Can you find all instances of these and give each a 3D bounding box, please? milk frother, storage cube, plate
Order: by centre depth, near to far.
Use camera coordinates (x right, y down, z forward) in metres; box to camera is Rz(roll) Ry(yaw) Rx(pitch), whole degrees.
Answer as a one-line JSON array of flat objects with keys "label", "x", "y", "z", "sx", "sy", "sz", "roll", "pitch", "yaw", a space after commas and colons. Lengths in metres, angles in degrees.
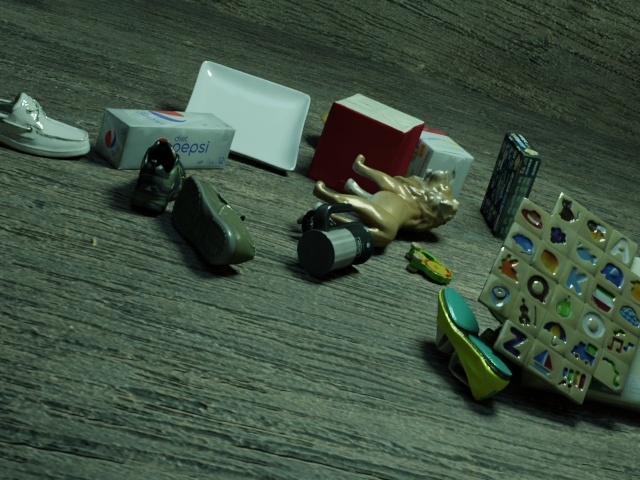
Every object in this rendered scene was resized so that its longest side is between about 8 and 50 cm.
[{"label": "milk frother", "x": 0.000, "y": 0.000, "z": 1.727, "sx": 0.143, "sy": 0.129, "sz": 0.134, "roll": -18, "pitch": -4, "yaw": 36}, {"label": "storage cube", "x": 0.106, "y": -0.215, "z": 2.181, "sx": 0.215, "sy": 0.193, "sz": 0.183, "roll": 27, "pitch": 22, "yaw": 13}, {"label": "plate", "x": -0.177, "y": -0.286, "z": 2.188, "sx": 0.278, "sy": 0.045, "sz": 0.277, "roll": 18, "pitch": 48, "yaw": -8}]

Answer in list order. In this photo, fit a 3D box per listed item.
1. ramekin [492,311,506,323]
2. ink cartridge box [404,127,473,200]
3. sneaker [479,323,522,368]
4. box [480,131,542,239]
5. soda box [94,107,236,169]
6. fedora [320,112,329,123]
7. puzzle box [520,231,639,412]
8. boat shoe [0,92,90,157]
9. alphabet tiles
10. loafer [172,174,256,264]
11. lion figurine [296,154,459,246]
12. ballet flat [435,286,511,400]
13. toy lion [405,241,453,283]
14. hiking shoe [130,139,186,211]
[{"label": "ramekin", "x": 0.491, "y": 0.104, "z": 1.812, "sx": 0.303, "sy": 0.148, "sz": 0.303, "roll": 17, "pitch": 21, "yaw": -7}, {"label": "ink cartridge box", "x": 0.282, "y": -0.200, "z": 2.387, "sx": 0.127, "sy": 0.128, "sz": 0.176, "roll": 8, "pitch": 24, "yaw": -28}, {"label": "sneaker", "x": 0.333, "y": 0.178, "z": 1.599, "sx": 0.188, "sy": 0.071, "sz": 0.066, "roll": -5, "pitch": 32, "yaw": -46}, {"label": "box", "x": 0.459, "y": -0.133, "z": 2.258, "sx": 0.051, "sy": 0.220, "sz": 0.175, "roll": 12, "pitch": 22, "yaw": -9}, {"label": "soda box", "x": -0.316, "y": -0.209, "z": 1.920, "sx": 0.091, "sy": 0.098, "sz": 0.286, "roll": 35, "pitch": 27, "yaw": 34}, {"label": "fedora", "x": 0.077, "y": -0.260, "z": 2.419, "sx": 0.194, "sy": 0.079, "sz": 0.194, "roll": 23, "pitch": 22, "yaw": -10}, {"label": "puzzle box", "x": 0.543, "y": 0.160, "z": 1.623, "sx": 0.408, "sy": 0.272, "sz": 0.052, "roll": 15, "pitch": -23, "yaw": -15}, {"label": "boat shoe", "x": -0.564, "y": -0.228, "z": 1.744, "sx": 0.277, "sy": 0.096, "sz": 0.098, "roll": 11, "pitch": 23, "yaw": -23}, {"label": "alphabet tiles", "x": 0.418, "y": 0.090, "z": 1.558, "sx": 0.285, "sy": 0.011, "sz": 0.342, "roll": 33, "pitch": 60, "yaw": -5}, {"label": "loafer", "x": -0.187, "y": -0.028, "z": 1.631, "sx": 0.087, "sy": 0.094, "sz": 0.251, "roll": 19, "pitch": 23, "yaw": -37}, {"label": "lion figurine", "x": 0.130, "y": -0.060, "z": 1.951, "sx": 0.240, "sy": 0.142, "sz": 0.392, "roll": 33, "pitch": 38, "yaw": 12}, {"label": "ballet flat", "x": 0.229, "y": 0.170, "z": 1.512, "sx": 0.077, "sy": 0.077, "sz": 0.231, "roll": 25, "pitch": 23, "yaw": -33}, {"label": "toy lion", "x": 0.221, "y": 0.050, "z": 1.869, "sx": 0.096, "sy": 0.034, "sz": 0.100, "roll": 25, "pitch": 20, "yaw": -7}, {"label": "hiking shoe", "x": -0.289, "y": -0.135, "z": 1.741, "sx": 0.086, "sy": 0.114, "sz": 0.227, "roll": 18, "pitch": 21, "yaw": -6}]
